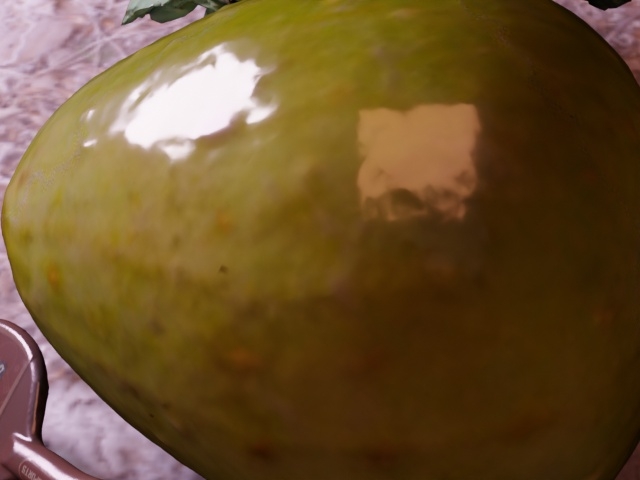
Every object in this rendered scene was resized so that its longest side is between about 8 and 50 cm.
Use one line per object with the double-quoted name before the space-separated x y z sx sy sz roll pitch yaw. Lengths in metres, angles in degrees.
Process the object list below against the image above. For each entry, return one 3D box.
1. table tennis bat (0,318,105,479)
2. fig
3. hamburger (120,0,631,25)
"table tennis bat" -0.127 0.116 0.732 0.170 0.119 0.107 20 82 45
"fig" 0.000 0.000 0.661 0.326 0.258 0.258 10 50 23
"hamburger" 0.048 -0.127 0.839 0.276 0.150 0.260 12 18 25
